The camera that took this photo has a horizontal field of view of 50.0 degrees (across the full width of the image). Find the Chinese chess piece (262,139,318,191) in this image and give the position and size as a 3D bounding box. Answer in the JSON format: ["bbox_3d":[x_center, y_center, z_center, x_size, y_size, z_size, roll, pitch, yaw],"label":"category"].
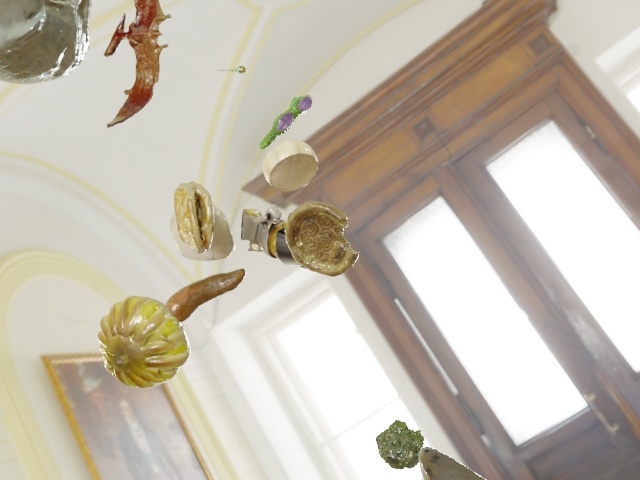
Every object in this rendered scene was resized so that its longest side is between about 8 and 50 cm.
[{"bbox_3d":[-0.066,-0.162,1.496,0.122,0.051,0.122,-17,-36,-13],"label":"Chinese chess piece"}]

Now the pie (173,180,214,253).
[{"bbox_3d":[-0.355,-0.064,1.937,0.084,0.205,0.179,-9,0,-26],"label":"pie"}]

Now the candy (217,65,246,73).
[{"bbox_3d":[-0.254,-0.486,1.959,0.083,0.025,0.023,0,-6,8],"label":"candy"}]

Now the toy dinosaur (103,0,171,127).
[{"bbox_3d":[-0.358,-0.396,1.269,0.113,0.206,0.327,-9,-49,-47],"label":"toy dinosaur"}]

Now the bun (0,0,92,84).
[{"bbox_3d":[-0.600,-0.493,1.363,0.211,0.362,0.362,-1,2,33],"label":"bun"}]

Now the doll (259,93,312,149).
[{"bbox_3d":[-0.089,-0.303,1.734,0.190,0.050,0.115,-50,14,-15],"label":"doll"}]

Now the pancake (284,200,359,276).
[{"bbox_3d":[0.000,0.000,1.896,0.212,0.235,0.029,-16,20,29],"label":"pancake"}]

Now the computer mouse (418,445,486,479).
[{"bbox_3d":[0.298,0.517,1.375,0.086,0.270,0.137,-53,-38,-17],"label":"computer mouse"}]

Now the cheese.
[{"bbox_3d":[-0.374,-0.034,2.144,0.154,0.198,0.189,-61,-39,-41],"label":"cheese"}]

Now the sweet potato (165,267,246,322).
[{"bbox_3d":[-0.369,0.162,2.152,0.292,0.097,0.097,-33,-16,-16],"label":"sweet potato"}]

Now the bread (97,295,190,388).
[{"bbox_3d":[-0.373,0.213,1.412,0.213,0.213,0.105,-44,-5,34],"label":"bread"}]

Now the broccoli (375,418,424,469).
[{"bbox_3d":[0.249,0.627,2.102,0.162,0.146,0.138,-47,-11,36],"label":"broccoli"}]

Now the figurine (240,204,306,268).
[{"bbox_3d":[-0.112,-0.001,2.185,0.308,0.308,0.143,56,-123,-73],"label":"figurine"}]
